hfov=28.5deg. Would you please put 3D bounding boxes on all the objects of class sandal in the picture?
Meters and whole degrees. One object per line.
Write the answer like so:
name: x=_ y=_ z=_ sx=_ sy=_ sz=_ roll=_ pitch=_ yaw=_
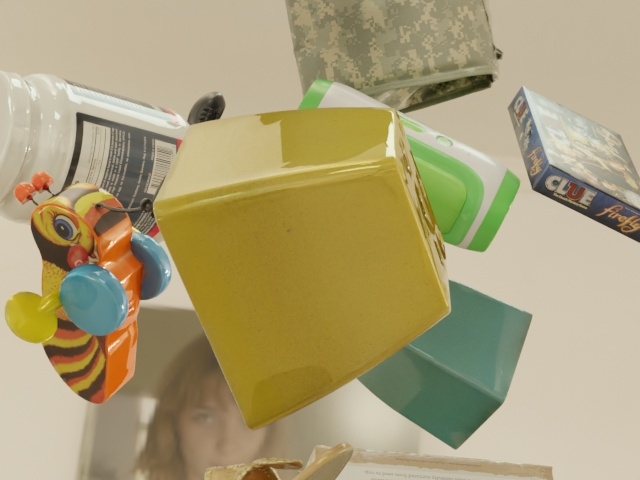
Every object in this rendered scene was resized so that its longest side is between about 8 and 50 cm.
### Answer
sandal: x=-0.073 y=0.221 z=1.014 sx=0.088 sy=0.079 sz=0.240 roll=-11 pitch=-39 yaw=-55

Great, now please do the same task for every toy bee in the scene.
toy bee: x=-0.224 y=0.008 z=1.231 sx=0.162 sy=0.298 sz=0.195 roll=32 pitch=16 yaw=14

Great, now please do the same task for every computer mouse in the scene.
computer mouse: x=-0.223 y=-0.137 z=2.006 sx=0.041 sy=0.242 sz=0.071 roll=34 pitch=-16 yaw=-27

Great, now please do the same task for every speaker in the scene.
speaker: x=0.104 y=-0.097 z=1.640 sx=0.296 sy=0.131 sz=0.131 roll=27 pitch=-17 yaw=3

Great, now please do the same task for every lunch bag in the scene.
lunch bag: x=0.106 y=-0.308 z=1.807 sx=0.287 sy=0.235 sz=0.169 roll=-12 pitch=-10 yaw=10

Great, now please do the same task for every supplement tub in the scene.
supplement tub: x=-0.312 y=-0.104 z=1.615 sx=0.272 sy=0.191 sz=0.191 roll=13 pitch=-17 yaw=-39

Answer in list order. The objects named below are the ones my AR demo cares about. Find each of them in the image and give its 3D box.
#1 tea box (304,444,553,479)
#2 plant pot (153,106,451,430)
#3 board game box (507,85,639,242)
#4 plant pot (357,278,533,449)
tea box: x=0.118 y=0.454 z=1.657 sx=0.329 sy=0.220 sz=0.323 roll=8 pitch=-42 yaw=-13
plant pot: x=0.000 y=0.000 z=1.066 sx=0.187 sy=0.212 sz=0.212 roll=-17 pitch=21 yaw=10
board game box: x=0.338 y=-0.105 z=1.649 sx=0.165 sy=0.243 sz=0.042 roll=24 pitch=-62 yaw=-14
plant pot: x=0.147 y=0.151 z=1.804 sx=0.234 sy=0.166 sz=0.165 roll=28 pitch=-39 yaw=-3
